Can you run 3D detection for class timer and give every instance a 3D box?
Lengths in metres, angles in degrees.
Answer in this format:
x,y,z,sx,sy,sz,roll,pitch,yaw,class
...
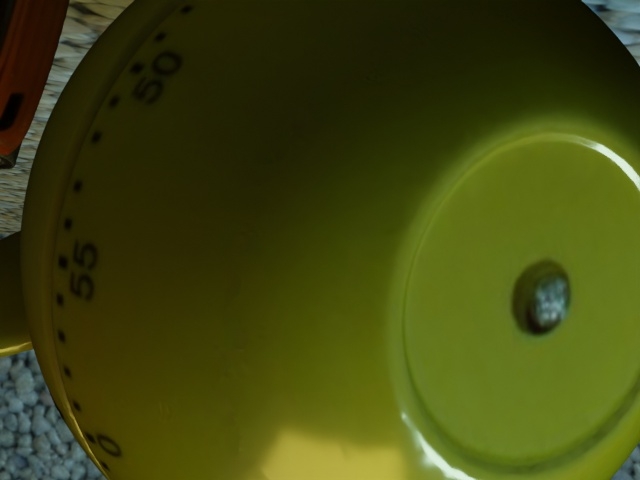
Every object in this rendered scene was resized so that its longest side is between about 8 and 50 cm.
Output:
x,y,z,sx,sy,sz,roll,pitch,yaw,class
0.000,0.000,0.813,0.376,0.376,0.387,15,-177,-33,timer

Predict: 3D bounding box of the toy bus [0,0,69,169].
x,y,z,sx,sy,sz,roll,pitch,yaw,class
-0.282,-0.126,0.887,0.329,0.143,0.153,4,166,46,toy bus
